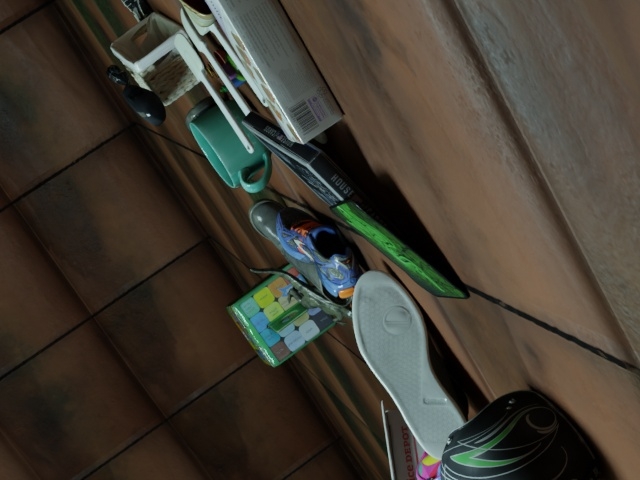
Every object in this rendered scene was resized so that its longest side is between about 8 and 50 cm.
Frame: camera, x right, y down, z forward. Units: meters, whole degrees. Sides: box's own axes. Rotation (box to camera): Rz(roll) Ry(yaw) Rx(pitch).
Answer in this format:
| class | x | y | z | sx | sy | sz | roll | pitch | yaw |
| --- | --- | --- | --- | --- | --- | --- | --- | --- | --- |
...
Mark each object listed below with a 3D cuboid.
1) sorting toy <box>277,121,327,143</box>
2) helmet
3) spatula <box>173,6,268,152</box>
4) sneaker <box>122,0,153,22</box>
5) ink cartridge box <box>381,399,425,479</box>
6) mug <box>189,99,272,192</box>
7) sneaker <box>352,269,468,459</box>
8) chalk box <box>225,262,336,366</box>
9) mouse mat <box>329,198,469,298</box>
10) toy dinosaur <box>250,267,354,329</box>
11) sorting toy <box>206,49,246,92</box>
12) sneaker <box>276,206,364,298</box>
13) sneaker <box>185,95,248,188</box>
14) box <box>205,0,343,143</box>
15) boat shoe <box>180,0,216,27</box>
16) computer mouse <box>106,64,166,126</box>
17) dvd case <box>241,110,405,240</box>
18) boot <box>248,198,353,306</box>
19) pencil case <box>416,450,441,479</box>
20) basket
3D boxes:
| class | x | y | z | sx | sy | sz | roll | pitch | yaw |
| --- | --- | --- | --- | --- | --- | --- | --- | --- | --- |
| sorting toy | -0.022 | -0.155 | 1.345 | 0.075 | 0.045 | 0.083 | 43 | 179 | 6 |
| helmet | 0.227 | 0.276 | 1.221 | 0.169 | 0.161 | 0.169 | 53 | 170 | 13 |
| spatula | -0.155 | -0.259 | 1.551 | 0.242 | 0.019 | 0.168 | 56 | 151 | 17 |
| sneaker | -0.349 | -0.444 | 1.957 | 0.109 | 0.040 | 0.044 | 59 | 172 | -22 |
| ink cartridge box | 0.189 | 0.412 | 1.780 | 0.353 | 0.119 | 0.207 | 71 | -169 | -60 |
| mug | -0.133 | -0.156 | 1.708 | 0.158 | 0.097 | 0.129 | 55 | 170 | -5 |
| sneaker | 0.134 | 0.183 | 1.553 | 0.296 | 0.104 | 0.147 | 63 | -174 | 7 |
| chalk box | -0.094 | 0.171 | 2.396 | 0.179 | 0.180 | 0.289 | 55 | 169 | -1 |
| mouse mat | 0.094 | 0.013 | 1.293 | 0.189 | 0.007 | 0.152 | 40 | 172 | -6 |
| toy dinosaur | -0.011 | 0.110 | 1.992 | 0.268 | 0.064 | 0.118 | 28 | 175 | -2 |
| sorting toy | -0.148 | -0.259 | 1.594 | 0.061 | 0.042 | 0.102 | 60 | 169 | -25 |
| sneaker | 0.000 | 0.000 | 1.701 | 0.221 | 0.083 | 0.087 | 40 | 149 | 40 |
| sneaker | -0.170 | -0.177 | 1.869 | 0.130 | 0.087 | 0.227 | 50 | 173 | 16 |
| box | -0.083 | -0.263 | 1.201 | 0.324 | 0.067 | 0.063 | 58 | 170 | -20 |
| boat shoe | -0.193 | -0.364 | 1.459 | 0.135 | 0.050 | 0.045 | 46 | 168 | -6 |
| computer mouse | -0.322 | -0.265 | 1.810 | 0.071 | 0.041 | 0.242 | 33 | -171 | -40 |
| dvd case | 0.000 | -0.085 | 1.383 | 0.179 | 0.029 | 0.238 | 43 | 178 | -31 |
| boot | -0.038 | 0.022 | 1.919 | 0.189 | 0.076 | 0.208 | 44 | -176 | -31 |
| pencil case | 0.251 | 0.401 | 1.600 | 0.236 | 0.104 | 0.104 | 44 | 174 | -17 |
| basket | -0.288 | -0.326 | 1.856 | 0.103 | 0.113 | 0.167 | 57 | 171 | -34 |
